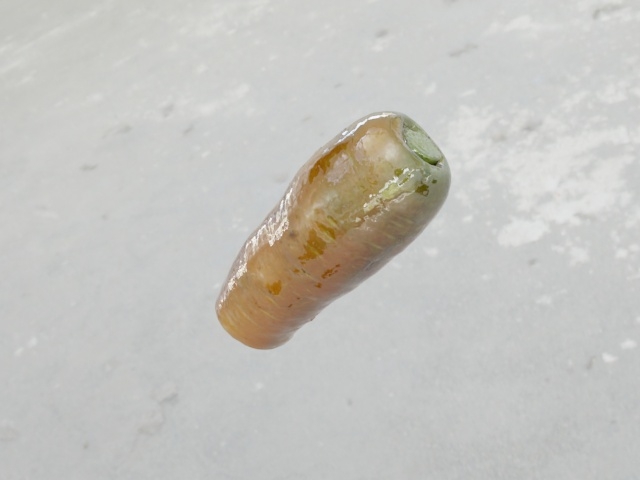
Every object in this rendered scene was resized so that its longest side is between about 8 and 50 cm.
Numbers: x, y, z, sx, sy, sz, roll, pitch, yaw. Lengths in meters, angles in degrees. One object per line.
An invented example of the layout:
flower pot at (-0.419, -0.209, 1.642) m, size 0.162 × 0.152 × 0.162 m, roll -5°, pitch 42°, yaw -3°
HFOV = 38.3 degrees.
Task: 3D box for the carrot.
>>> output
carrot at (0.000, 0.000, 0.586) m, size 0.193 × 0.087 × 0.087 m, roll -45°, pitch 23°, yaw 32°
